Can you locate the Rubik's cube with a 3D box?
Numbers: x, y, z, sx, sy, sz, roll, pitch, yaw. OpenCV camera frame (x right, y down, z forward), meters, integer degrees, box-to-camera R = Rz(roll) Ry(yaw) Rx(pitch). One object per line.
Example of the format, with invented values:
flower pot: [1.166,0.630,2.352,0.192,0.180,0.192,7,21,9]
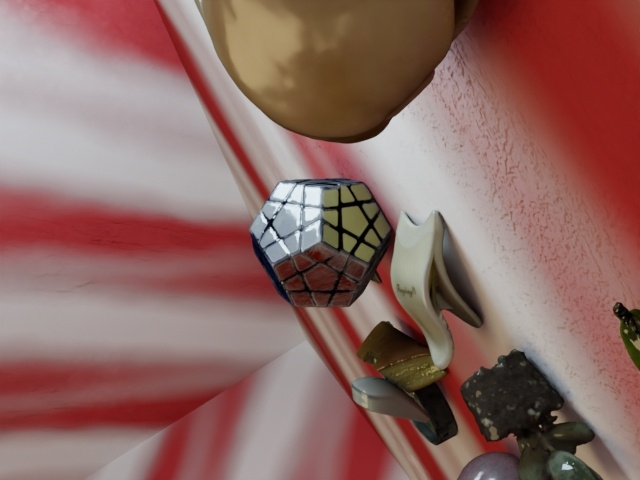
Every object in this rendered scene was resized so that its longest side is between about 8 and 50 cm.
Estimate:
Rubik's cube: [0.000,0.000,1.489,0.319,0.264,0.319,56,168,18]

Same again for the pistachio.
pistachio: [-0.004,-0.297,0.731,0.365,0.281,0.445,20,145,35]

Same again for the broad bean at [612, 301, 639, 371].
broad bean: [0.395,0.152,0.749,0.214,0.048,0.070,55,167,4]

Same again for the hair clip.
hair clip: [0.200,0.091,1.255,0.282,0.113,0.172,62,168,-9]

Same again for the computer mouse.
computer mouse: [0.182,0.403,1.743,0.231,0.079,0.128,21,-178,-30]

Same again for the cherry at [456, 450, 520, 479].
cherry: [0.376,0.585,1.453,0.239,0.239,0.206,55,170,22]

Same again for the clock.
clock: [0.270,0.436,1.948,0.319,0.066,0.319,56,167,19]

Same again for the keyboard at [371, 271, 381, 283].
keyboard: [0.124,0.085,1.797,0.049,0.015,0.129,62,168,-14]

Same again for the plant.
plant: [0.353,0.317,1.112,0.274,0.149,0.146,56,-176,28]

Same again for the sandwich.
sandwich: [0.208,0.303,1.715,0.122,0.128,0.235,41,173,-21]
